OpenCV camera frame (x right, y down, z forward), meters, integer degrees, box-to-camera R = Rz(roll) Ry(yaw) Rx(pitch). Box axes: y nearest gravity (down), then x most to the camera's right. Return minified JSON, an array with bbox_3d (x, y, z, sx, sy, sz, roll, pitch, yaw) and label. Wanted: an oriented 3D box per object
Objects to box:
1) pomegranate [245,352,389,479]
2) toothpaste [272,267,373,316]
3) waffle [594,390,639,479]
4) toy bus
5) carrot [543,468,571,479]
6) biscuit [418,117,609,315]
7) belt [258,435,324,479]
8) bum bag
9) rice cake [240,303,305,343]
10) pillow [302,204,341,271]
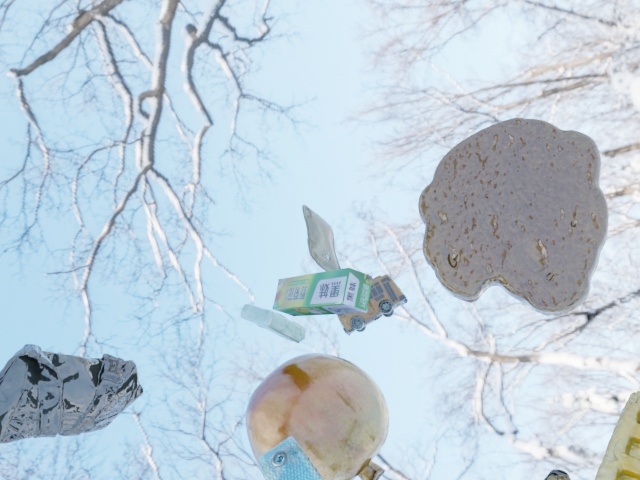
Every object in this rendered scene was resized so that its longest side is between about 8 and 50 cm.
[{"bbox_3d":[0.001,0.395,1.330,0.319,0.319,0.319,14,-110,-45],"label":"pomegranate"},{"bbox_3d":[-0.002,0.064,0.764,0.037,0.178,0.043,22,-107,-25],"label":"toothpaste"},{"bbox_3d":[0.499,0.343,0.864,0.248,0.221,0.055,-50,-48,-29],"label":"waffle"},{"bbox_3d":[0.141,0.182,1.828,0.114,0.201,0.098,61,-178,17],"label":"toy bus"},{"bbox_3d":[0.484,0.519,1.268,0.260,0.070,0.070,55,-137,-48],"label":"carrot"},{"bbox_3d":[0.354,-0.039,1.156,0.074,0.359,0.381,34,-145,-62],"label":"biscuit"},{"bbox_3d":[0.002,0.403,0.925,0.072,0.087,0.302,-35,-60,-17],"label":"belt"},{"bbox_3d":[-0.390,0.238,1.000,0.326,0.079,0.142,23,-97,-64],"label":"bum bag"},{"bbox_3d":[-0.104,0.170,1.342,0.085,0.226,0.040,31,-101,-19],"label":"rice cake"},{"bbox_3d":[0.001,0.000,1.640,0.130,0.033,0.217,39,-153,-32],"label":"pillow"}]
